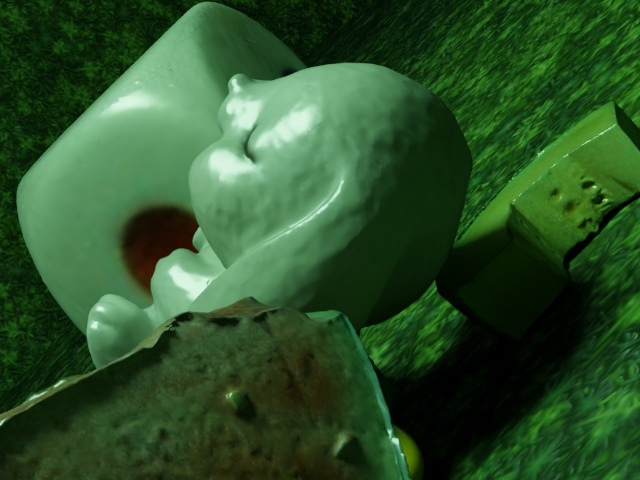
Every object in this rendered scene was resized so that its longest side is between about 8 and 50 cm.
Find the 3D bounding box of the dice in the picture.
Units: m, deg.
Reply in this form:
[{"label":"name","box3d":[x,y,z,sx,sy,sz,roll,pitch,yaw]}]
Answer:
[{"label":"dice","box3d":[-0.114,-0.039,1.592,0.277,0.304,0.304,-41,10,21]}]

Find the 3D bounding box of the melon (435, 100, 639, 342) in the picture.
[{"label":"melon","box3d":[0.161,-0.014,1.096,0.209,0.064,0.118,-45,9,-12]}]

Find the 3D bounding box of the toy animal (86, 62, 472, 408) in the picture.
[{"label":"toy animal","box3d":[0.000,0.000,1.027,0.271,0.206,0.265,-42,-12,-49]}]

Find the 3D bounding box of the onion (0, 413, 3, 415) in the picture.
[{"label":"onion","box3d":[-0.163,0.221,1.041,0.200,0.200,0.207,-45,-32,-3]}]

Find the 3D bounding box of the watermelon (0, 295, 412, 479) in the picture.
[{"label":"watermelon","box3d":[-0.046,0.169,0.787,0.222,0.292,0.319,-25,-12,-1]}]

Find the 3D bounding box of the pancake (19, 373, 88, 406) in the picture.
[{"label":"pancake","box3d":[-0.189,0.201,1.276,0.199,0.199,0.021,-45,28,-2]}]

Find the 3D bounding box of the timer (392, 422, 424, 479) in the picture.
[{"label":"timer","box3d":[0.009,0.135,0.939,0.107,0.107,0.109,-63,-23,-61]}]

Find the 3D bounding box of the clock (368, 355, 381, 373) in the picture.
[{"label":"clock","box3d":[-0.044,0.152,1.240,0.191,0.062,0.151,-47,11,-12]}]
